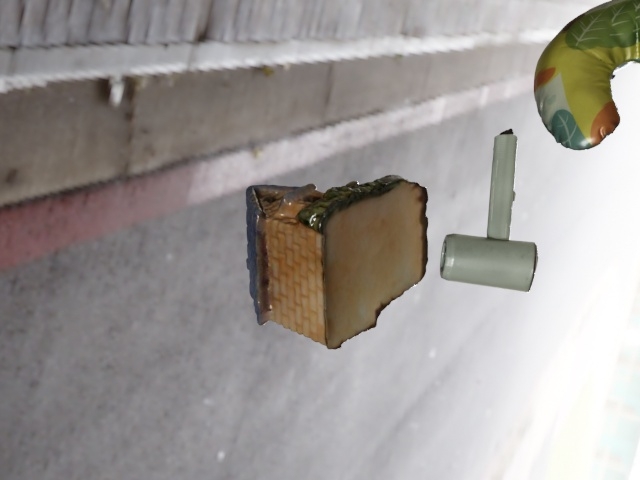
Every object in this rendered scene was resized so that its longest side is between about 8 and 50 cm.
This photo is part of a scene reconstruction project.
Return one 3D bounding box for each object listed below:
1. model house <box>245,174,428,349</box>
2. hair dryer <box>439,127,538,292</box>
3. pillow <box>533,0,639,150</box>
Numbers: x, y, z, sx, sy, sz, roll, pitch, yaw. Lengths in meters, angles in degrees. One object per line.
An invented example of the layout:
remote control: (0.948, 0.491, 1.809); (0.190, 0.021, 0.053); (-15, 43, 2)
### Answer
model house: (0.000, 0.000, 1.540); (0.183, 0.172, 0.167); (-24, 119, -43)
hair dryer: (0.246, -0.050, 1.988); (0.073, 0.131, 0.236); (107, -9, -77)
pillow: (0.346, -0.191, 1.526); (0.214, 0.233, 0.086); (-91, 160, -44)
